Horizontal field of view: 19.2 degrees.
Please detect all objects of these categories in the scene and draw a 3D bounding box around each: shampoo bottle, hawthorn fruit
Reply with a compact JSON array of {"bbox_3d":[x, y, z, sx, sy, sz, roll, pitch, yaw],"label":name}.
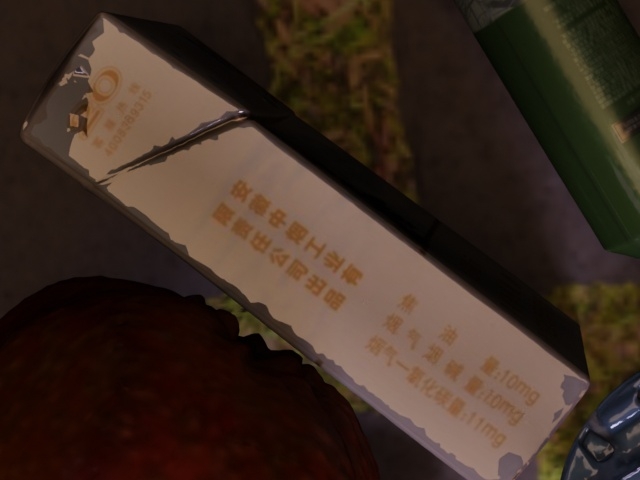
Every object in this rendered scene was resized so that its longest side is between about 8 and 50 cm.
[{"bbox_3d":[0.121,-0.055,0.803,0.065,0.065,0.204,-31,92,10],"label":"shampoo bottle"},{"bbox_3d":[-0.091,0.141,0.731,0.205,0.205,0.253,31,88,3],"label":"hawthorn fruit"}]

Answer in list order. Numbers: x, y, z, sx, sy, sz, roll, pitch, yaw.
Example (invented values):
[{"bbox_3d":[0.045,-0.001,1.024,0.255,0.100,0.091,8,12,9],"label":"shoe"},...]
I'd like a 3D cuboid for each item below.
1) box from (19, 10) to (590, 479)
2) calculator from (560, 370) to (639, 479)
[{"bbox_3d":[-0.001,-0.001,0.780,0.233,0.149,0.067,37,95,1],"label":"box"},{"bbox_3d":[0.197,0.145,0.828,0.121,0.039,0.210,-36,92,12],"label":"calculator"}]
